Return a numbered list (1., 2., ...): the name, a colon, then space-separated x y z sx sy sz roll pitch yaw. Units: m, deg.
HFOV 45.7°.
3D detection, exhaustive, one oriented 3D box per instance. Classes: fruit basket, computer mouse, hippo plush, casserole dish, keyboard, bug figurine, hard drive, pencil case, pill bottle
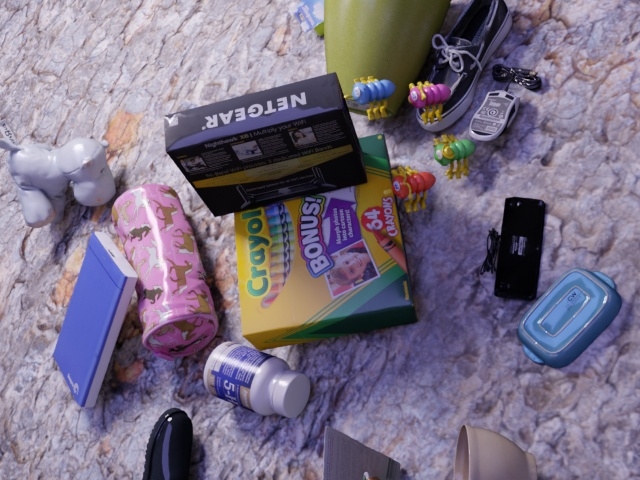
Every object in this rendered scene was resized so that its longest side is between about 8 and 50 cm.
1. fruit basket: 0.049 0.463 1.095 0.165 0.353 0.327 -8 64 26
2. computer mouse: 0.343 -0.256 1.455 0.106 0.042 0.193 20 67 30
3. hippo plush: -0.633 -0.188 1.894 0.236 0.294 0.234 -12 28 4
4. casserole dish: 0.405 0.122 1.250 0.188 0.037 0.114 -47 54 2
5. keyboard: 0.341 0.013 1.350 0.100 0.038 0.192 10 70 8
6. bug figurine: 0.175 -0.203 1.412 0.216 0.072 0.279 -19 81 -23
7. hard drive: -0.495 0.168 1.650 0.210 0.040 0.319 40 114 46
8. pencil case: -0.338 0.062 1.634 0.160 0.167 0.386 -8 53 -23
9. pill bottle: -0.118 0.267 1.434 0.186 0.112 0.112 12 74 34

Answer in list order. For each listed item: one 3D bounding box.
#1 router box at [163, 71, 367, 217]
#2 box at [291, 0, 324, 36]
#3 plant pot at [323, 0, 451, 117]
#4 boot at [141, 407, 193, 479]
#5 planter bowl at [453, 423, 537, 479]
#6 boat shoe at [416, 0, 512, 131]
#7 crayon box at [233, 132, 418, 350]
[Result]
1. router box: -0.089 -0.160 1.350 0.308 0.243 0.081 -12 62 8
2. box: 0.028 -0.562 1.790 0.178 0.042 0.109 -33 54 12
3. plant pot: 0.116 -0.412 1.559 0.274 0.274 0.294 12 89 34
4. boot: -0.242 0.460 1.422 0.207 0.094 0.247 10 79 37
5. planter bowl: 0.266 0.366 1.152 0.109 0.162 0.162 5 68 4
6. boat shoe: 0.278 -0.365 1.513 0.113 0.105 0.306 34 87 37
7. crayon box: 0.000 0.000 1.448 0.312 0.106 0.363 -11 64 8
